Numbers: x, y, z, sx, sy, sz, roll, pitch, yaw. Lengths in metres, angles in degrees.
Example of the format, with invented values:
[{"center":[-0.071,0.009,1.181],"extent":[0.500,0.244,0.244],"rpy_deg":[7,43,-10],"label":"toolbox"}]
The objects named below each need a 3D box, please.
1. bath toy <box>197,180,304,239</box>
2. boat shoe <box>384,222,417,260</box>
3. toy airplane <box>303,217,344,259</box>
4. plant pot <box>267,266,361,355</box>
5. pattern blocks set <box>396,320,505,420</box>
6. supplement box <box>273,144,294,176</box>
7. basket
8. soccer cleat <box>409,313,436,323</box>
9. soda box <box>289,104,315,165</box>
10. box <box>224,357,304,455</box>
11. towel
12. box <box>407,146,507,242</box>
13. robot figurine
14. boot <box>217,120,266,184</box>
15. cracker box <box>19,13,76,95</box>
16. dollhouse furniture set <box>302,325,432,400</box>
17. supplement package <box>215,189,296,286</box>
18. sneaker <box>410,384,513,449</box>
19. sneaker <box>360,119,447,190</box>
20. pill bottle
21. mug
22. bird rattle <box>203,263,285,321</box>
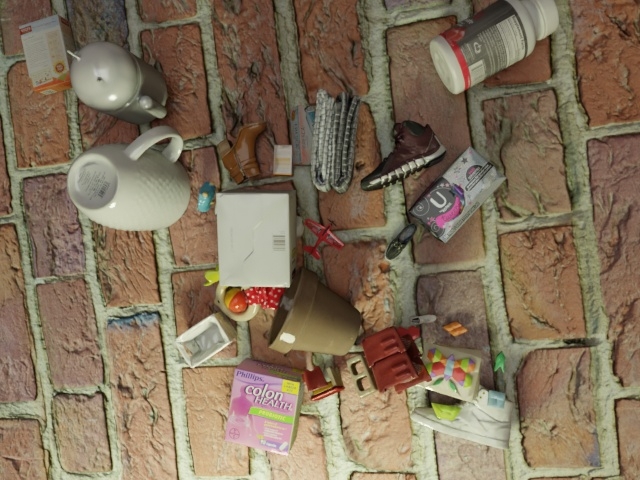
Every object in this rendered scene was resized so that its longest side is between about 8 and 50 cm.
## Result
[{"center":[-0.220,-0.074,1.469],"extent":[0.348,0.151,0.129],"rpy_deg":[23,130,3],"label":"bath toy"},{"center":[0.248,0.004,1.433],"extent":[0.049,0.040,0.142],"rpy_deg":[37,97,6],"label":"boat shoe"},{"center":[0.000,0.000,1.481],"extent":[0.151,0.028,0.151],"rpy_deg":[0,91,11],"label":"toy airplane"},{"center":[-0.009,0.241,1.403],"extent":[0.229,0.263,0.263],"rpy_deg":[23,96,-11],"label":"plant pot"},{"center":[0.385,0.386,1.377],"extent":[0.324,0.026,0.285],"rpy_deg":[-3,72,14],"label":"pattern blocks set"},{"center":[-0.118,-0.259,1.489],"extent":[0.062,0.036,0.098],"rpy_deg":[3,93,10],"label":"supplement box"},{"center":[-0.371,0.321,1.517],"extent":[0.167,0.103,0.113],"rpy_deg":[-34,86,10],"label":"basket"},{"center":[0.319,0.247,1.431],"extent":[0.083,0.035,0.029],"rpy_deg":[-5,91,10],"label":"soccer cleat"},{"center":[-0.053,-0.329,1.453],"extent":[0.063,0.058,0.183],"rpy_deg":[-5,92,-33],"label":"soda box"},{"center":[-0.174,0.531,1.483],"extent":[0.213,0.117,0.243],"rpy_deg":[10,93,9],"label":"box"},{"center":[0.051,-0.284,1.361],"extent":[0.121,0.235,0.284],"rpy_deg":[6,94,6],"label":"towel"},{"center":[0.388,-0.131,1.342],"extent":[0.142,0.163,0.247],"rpy_deg":[42,97,5],"label":"box"},{"center":[-0.611,-0.476,1.405],"extent":[0.300,0.353,0.200],"rpy_deg":[31,97,6],"label":"robot figurine"},{"center":[-0.229,-0.284,1.492],"extent":[0.197,0.073,0.152],"rpy_deg":[-28,86,21],"label":"boot"},{"center":[-0.938,-0.643,1.601],"extent":[0.155,0.067,0.232],"rpy_deg":[-11,91,9],"label":"cracker box"},{"center":[0.114,0.404,1.347],"extent":[0.374,0.201,0.152],"rpy_deg":[-29,62,15],"label":"dollhouse furniture set"},{"center":[-0.176,-0.012,1.319],"extent":[0.204,0.145,0.262],"rpy_deg":[1,101,4],"label":"supplement package"},{"center":[0.431,0.506,1.397],"extent":[0.292,0.108,0.169],"rpy_deg":[11,83,9],"label":"sneaker"},{"center":[0.228,-0.268,1.407],"extent":[0.281,0.106,0.162],"rpy_deg":[-24,83,-1],"label":"sneaker"},{"center":[0.490,-0.570,1.305],"extent":[0.318,0.176,0.176],"rpy_deg":[-27,87,9],"label":"pill bottle"},{"center":[-0.569,-0.202,1.419],"extent":[0.276,0.328,0.374],"rpy_deg":[44,98,5],"label":"mug"},{"center":[-0.252,0.170,1.500],"extent":[0.253,0.143,0.207],"rpy_deg":[28,117,5],"label":"bird rattle"}]
